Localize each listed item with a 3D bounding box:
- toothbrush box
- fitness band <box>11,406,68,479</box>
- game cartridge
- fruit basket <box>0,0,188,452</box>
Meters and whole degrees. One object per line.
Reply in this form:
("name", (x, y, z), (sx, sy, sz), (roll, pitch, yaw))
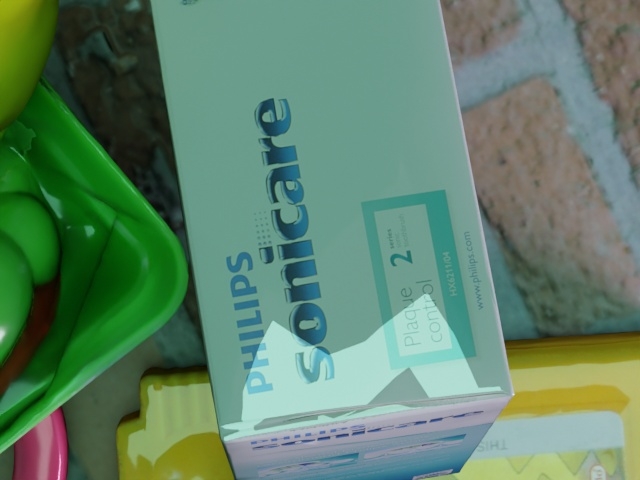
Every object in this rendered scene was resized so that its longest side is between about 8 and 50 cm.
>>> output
("toothbrush box", (0.000, 0.000, 0.946), (0.126, 0.295, 0.216), (-9, 77, -1))
("fitness band", (-0.273, 0.148, 1.096), (0.291, 0.054, 0.209), (-44, 99, 3))
("game cartridge", (0.055, 0.202, 1.116), (0.323, 0.053, 0.285), (-5, 96, -3))
("fruit basket", (-0.238, -0.061, 0.888), (0.283, 0.392, 0.392), (-39, 97, -14))
